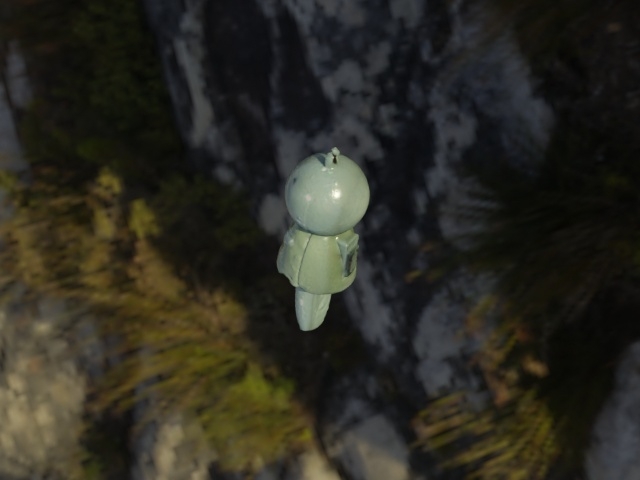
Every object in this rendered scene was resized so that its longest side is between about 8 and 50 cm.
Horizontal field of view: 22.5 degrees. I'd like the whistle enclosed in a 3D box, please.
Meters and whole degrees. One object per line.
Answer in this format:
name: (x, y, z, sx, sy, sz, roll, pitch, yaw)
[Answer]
whistle: (0.000, 0.000, 0.673, 0.035, 0.035, 0.100, 48, 147, 34)
